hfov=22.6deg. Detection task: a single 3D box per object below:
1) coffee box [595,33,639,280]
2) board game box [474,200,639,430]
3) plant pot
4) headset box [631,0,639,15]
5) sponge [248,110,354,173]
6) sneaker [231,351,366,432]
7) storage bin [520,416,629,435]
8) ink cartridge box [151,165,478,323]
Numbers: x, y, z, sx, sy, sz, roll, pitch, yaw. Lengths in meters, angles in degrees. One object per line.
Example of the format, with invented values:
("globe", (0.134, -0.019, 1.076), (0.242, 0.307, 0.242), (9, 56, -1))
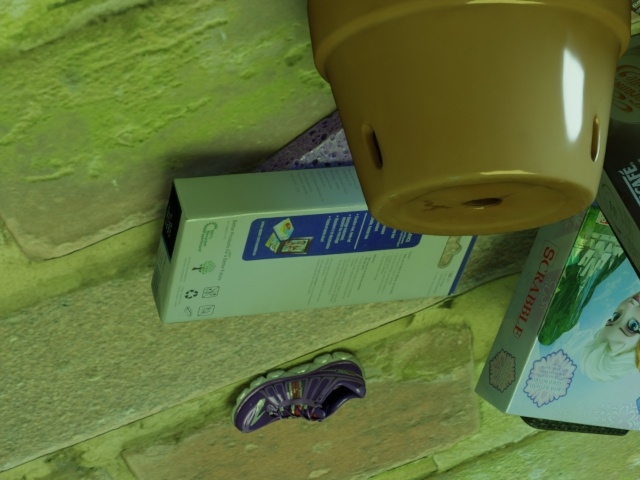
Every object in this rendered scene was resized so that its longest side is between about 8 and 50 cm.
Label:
("coffee box", (0.338, -0.085, 1.616), (0.141, 0.246, 0.098), (-19, 141, -2))
("board game box", (0.368, 0.063, 1.850), (0.319, 0.066, 0.318), (10, 106, -34))
("plant pot", (0.138, -0.125, 1.424), (0.291, 0.203, 0.291), (-3, 166, -1))
("headset box", (0.315, -0.245, 1.566), (0.083, 0.062, 0.032), (24, 123, -41))
("sponge", (-0.016, -0.052, 1.664), (0.210, 0.031, 0.117), (-34, 140, 15))
("sneaker", (-0.026, 0.190, 1.911), (0.170, 0.071, 0.068), (-24, 141, 3))
("storage bin", (0.323, 0.168, 2.006), (0.180, 0.122, 0.084), (8, 133, -32))
("ink cartridge box", (0.000, 0.000, 1.656), (0.333, 0.065, 0.165), (-3, 139, -20))
